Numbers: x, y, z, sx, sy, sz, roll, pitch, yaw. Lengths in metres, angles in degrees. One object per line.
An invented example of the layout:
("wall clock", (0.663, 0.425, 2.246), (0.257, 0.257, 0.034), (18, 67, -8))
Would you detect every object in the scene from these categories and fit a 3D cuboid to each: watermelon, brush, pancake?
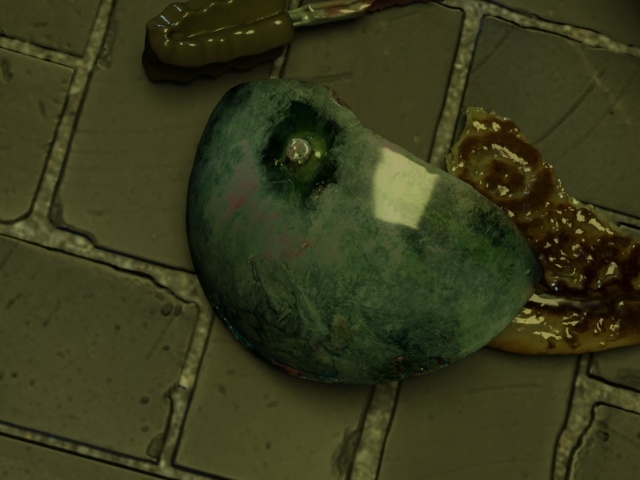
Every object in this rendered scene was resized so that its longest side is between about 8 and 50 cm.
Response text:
("watermelon", (-0.001, -0.004, 1.276), (0.322, 0.175, 0.188), (19, 67, 27))
("brush", (-0.017, -0.205, 1.413), (0.301, 0.084, 0.071), (-16, 81, -17))
("pancake", (0.190, -0.009, 1.402), (0.266, 0.057, 0.244), (-6, 66, -14))
